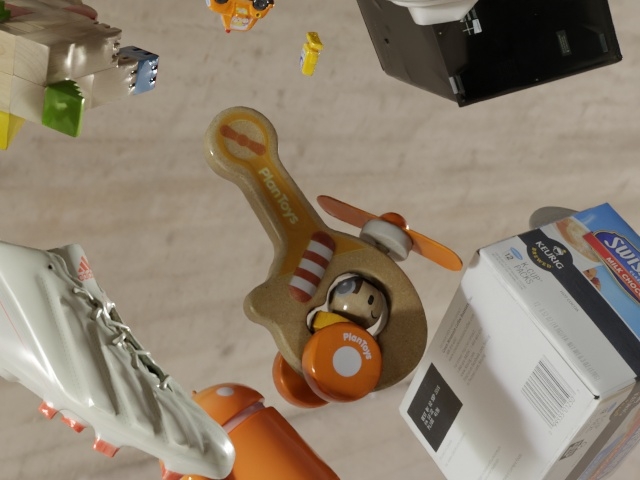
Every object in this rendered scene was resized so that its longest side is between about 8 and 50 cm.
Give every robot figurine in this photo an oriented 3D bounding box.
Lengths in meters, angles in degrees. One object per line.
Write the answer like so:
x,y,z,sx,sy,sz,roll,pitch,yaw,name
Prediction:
-0.067,0.227,1.047,0.219,0.128,0.158,45,-126,14,robot figurine

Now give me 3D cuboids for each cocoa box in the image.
0.289,0.166,1.374,0.227,0.347,0.231,-18,-124,-30,cocoa box

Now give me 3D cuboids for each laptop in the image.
0.220,-0.437,1.722,0.407,0.382,0.236,-14,-150,17,laptop

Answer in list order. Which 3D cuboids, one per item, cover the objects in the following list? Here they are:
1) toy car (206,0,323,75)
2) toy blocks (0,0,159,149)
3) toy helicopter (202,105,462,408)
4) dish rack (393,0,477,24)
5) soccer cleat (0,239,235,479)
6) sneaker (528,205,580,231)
-0.050,-0.162,0.842,0.060,0.041,0.122,-5,-140,-31,toy car
-0.386,-0.263,1.406,0.381,0.191,0.261,21,-154,18,toy blocks
0.000,0.000,1.212,0.235,0.140,0.355,-33,-90,-22,toy helicopter
0.141,-0.241,0.767,0.285,0.072,0.333,-10,-147,0,dish rack
-0.117,0.045,0.518,0.196,0.076,0.068,32,169,-3,soccer cleat
0.424,0.072,1.624,0.295,0.147,0.104,39,-110,25,sneaker
